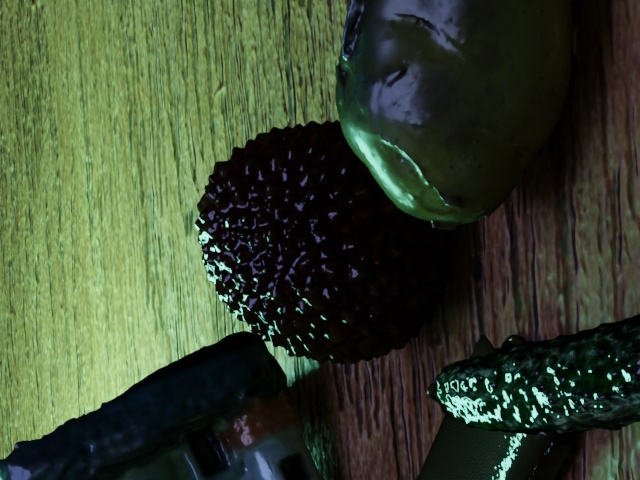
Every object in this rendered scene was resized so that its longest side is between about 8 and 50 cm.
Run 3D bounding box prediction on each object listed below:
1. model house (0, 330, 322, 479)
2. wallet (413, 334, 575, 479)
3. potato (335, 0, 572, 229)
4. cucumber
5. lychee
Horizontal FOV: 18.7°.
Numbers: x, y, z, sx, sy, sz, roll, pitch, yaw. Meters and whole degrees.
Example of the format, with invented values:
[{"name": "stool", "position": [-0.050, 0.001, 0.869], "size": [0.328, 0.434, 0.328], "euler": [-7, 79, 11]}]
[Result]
[{"name": "model house", "position": [-0.094, 0.258, 1.535], "size": [0.291, 0.253, 0.184], "euler": [62, 160, 13]}, {"name": "wallet", "position": [0.108, 0.166, 1.318], "size": [0.110, 0.031, 0.198], "euler": [62, 144, 42]}, {"name": "potato", "position": [0.083, -0.135, 1.230], "size": [0.169, 0.143, 0.248], "euler": [26, 114, 49]}, {"name": "cucumber", "position": [0.154, 0.083, 1.153], "size": [0.293, 0.068, 0.067], "euler": [-20, 74, 55]}, {"name": "lychee", "position": [0.000, 0.000, 1.373], "size": [0.188, 0.188, 0.188], "euler": [6, 97, 63]}]
